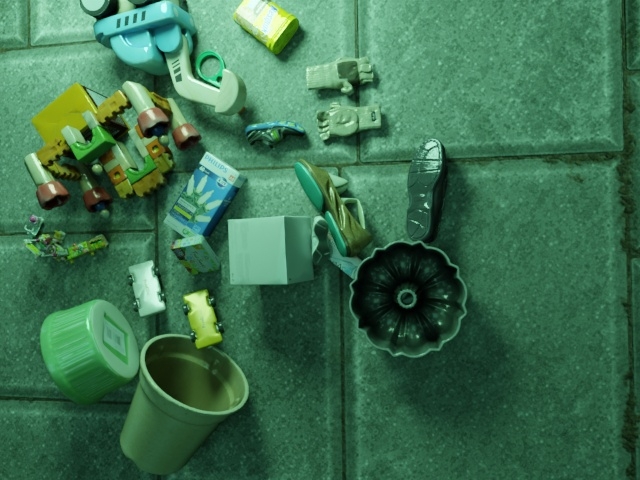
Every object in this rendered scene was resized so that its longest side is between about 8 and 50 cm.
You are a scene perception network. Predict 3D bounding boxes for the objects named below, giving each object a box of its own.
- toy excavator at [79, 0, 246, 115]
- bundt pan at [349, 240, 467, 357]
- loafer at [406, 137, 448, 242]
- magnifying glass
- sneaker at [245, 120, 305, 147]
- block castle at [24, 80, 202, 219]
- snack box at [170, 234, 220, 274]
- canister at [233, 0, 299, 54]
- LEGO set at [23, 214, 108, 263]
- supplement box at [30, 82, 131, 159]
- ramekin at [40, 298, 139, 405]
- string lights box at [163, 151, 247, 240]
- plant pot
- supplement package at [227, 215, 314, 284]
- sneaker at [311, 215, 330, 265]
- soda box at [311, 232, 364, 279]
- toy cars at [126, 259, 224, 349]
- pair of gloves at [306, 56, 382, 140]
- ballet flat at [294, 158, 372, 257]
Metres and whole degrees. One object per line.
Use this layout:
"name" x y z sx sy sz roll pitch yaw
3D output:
"toy excavator" -0.465 -0.577 1.643 0.432 0.222 0.445 -9 95 13
"bundt pan" 0.251 0.164 1.538 0.330 0.124 0.331 0 88 11
"loafer" 0.315 -0.140 1.561 0.109 0.095 0.303 6 85 40
"magnifying glass" -0.314 -0.503 1.702 0.092 0.026 0.231 -36 82 8
"sneaker" -0.138 -0.327 1.653 0.188 0.067 0.078 -3 110 9
"block castle" -0.605 -0.246 1.610 0.453 0.303 0.213 -32 85 9
"snack box" -0.383 0.047 1.652 0.100 0.141 0.037 -12 50 10
"canister" -0.170 -0.677 1.652 0.170 0.073 0.126 40 96 10
"LEGO set" -0.852 0.013 1.750 0.287 0.107 0.132 16 92 10
"supplement box" -0.749 -0.364 1.691 0.191 0.194 0.129 -36 84 8
"ramekin" -0.683 0.327 1.625 0.148 0.303 0.303 -25 85 2
"string lights box" -0.360 -0.129 1.677 0.133 0.077 0.260 33 95 10
"plant pot" -0.428 0.502 1.582 0.333 0.334 0.305 33 106 9
"supplement package" -0.145 0.030 1.572 0.203 0.149 0.194 -3 90 30
"sneaker" 0.000 0.000 1.563 0.053 0.061 0.152 -1 114 -9
"soda box" 0.052 0.038 1.609 0.183 0.058 0.063 38 96 9
"toy cars" -0.455 0.210 1.683 0.393 0.087 0.176 26 60 11
"pair of gloves" 0.071 -0.433 1.621 0.204 0.042 0.240 -12 89 7
"ballet flat" 0.049 -0.111 1.580 0.124 0.116 0.342 -23 68 -18
